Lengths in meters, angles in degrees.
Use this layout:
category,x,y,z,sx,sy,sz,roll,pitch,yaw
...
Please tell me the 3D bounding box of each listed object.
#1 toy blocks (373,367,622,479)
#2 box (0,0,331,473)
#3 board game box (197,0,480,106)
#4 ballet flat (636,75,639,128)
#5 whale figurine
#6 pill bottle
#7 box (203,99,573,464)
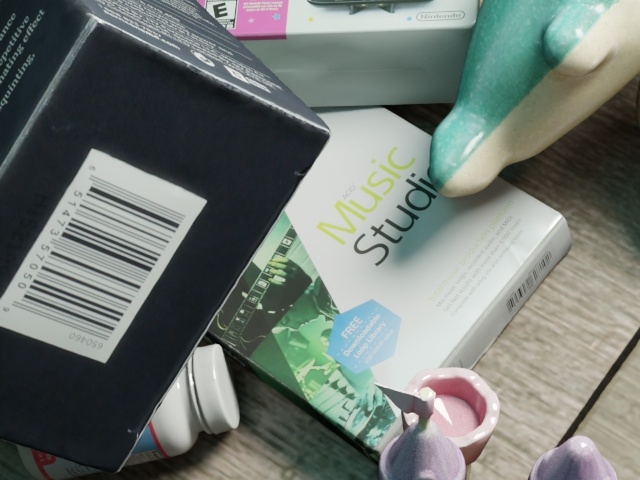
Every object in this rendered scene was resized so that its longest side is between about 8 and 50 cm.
category,x,y,z,sx,sy,sz,roll,pitch,yaw
toy blocks,0.159,0.213,1.171,0.289,0.260,0.309,14,50,9
box,-0.223,-0.074,1.402,0.293,0.212,0.395,-57,39,12
board game box,0.022,-0.253,1.577,0.224,0.097,0.303,-1,53,7
ballet flat,0.468,-0.068,1.364,0.483,0.164,0.182,-2,100,20
whale figurine,0.160,-0.153,1.408,0.141,0.216,0.272,44,98,-1
pill bottle,-0.147,0.128,1.466,0.160,0.087,0.087,-14,60,9
box,0.000,0.000,1.509,0.322,0.058,0.232,33,75,29
